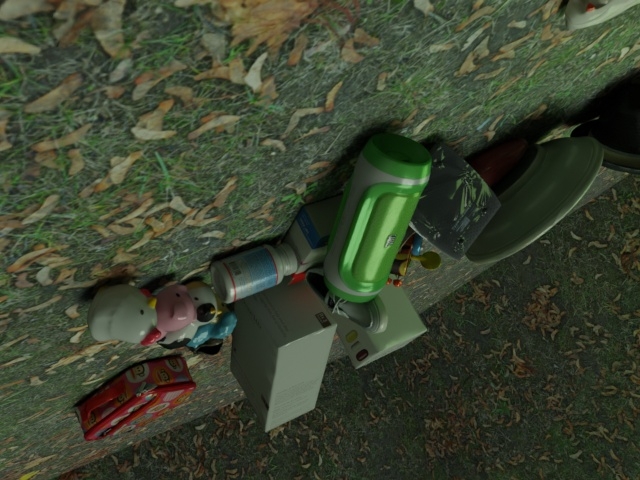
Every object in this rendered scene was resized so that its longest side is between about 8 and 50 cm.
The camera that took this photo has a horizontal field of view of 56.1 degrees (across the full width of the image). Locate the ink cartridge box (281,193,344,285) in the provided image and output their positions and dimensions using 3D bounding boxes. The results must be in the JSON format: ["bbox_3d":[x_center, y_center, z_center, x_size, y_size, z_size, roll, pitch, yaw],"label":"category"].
[{"bbox_3d":[0.000,0.000,1.247,0.134,0.078,0.231,-19,161,-29],"label":"ink cartridge box"}]

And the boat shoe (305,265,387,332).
[{"bbox_3d":[0.042,0.117,1.187,0.081,0.227,0.079,-4,116,-31],"label":"boat shoe"}]

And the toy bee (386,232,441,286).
[{"bbox_3d":[0.189,0.034,1.516,0.195,0.162,0.298,13,177,32],"label":"toy bee"}]

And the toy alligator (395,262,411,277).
[{"bbox_3d":[0.229,0.106,2.003,0.051,0.056,0.190,27,138,-18],"label":"toy alligator"}]

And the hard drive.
[{"bbox_3d":[0.252,-0.078,1.226,0.255,0.054,0.172,34,94,-39],"label":"hard drive"}]

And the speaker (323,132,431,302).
[{"bbox_3d":[0.094,-0.034,1.062,0.131,0.131,0.296,-15,136,-39],"label":"speaker"}]

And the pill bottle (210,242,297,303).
[{"bbox_3d":[-0.130,0.059,1.191,0.160,0.087,0.087,-19,161,-28],"label":"pill bottle"}]

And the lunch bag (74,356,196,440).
[{"bbox_3d":[-0.513,0.429,1.630,0.293,0.120,0.258,-37,158,21],"label":"lunch bag"}]

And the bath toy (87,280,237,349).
[{"bbox_3d":[-0.282,0.143,1.126,0.151,0.129,0.348,-64,162,-1],"label":"bath toy"}]

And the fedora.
[{"bbox_3d":[0.789,-0.292,1.475,0.334,0.334,0.152,-20,129,-27],"label":"fedora"}]

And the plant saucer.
[{"bbox_3d":[0.472,-0.122,1.434,0.400,0.100,0.400,-45,-171,10],"label":"plant saucer"}]

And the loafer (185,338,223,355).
[{"bbox_3d":[-0.292,0.262,1.533,0.096,0.084,0.267,-23,163,-20],"label":"loafer"}]

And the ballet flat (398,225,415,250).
[{"bbox_3d":[0.168,-0.057,1.301,0.316,0.107,0.106,-46,-163,-2],"label":"ballet flat"}]

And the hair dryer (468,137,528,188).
[{"bbox_3d":[0.367,-0.154,1.452,0.294,0.080,0.223,-35,-176,25],"label":"hair dryer"}]

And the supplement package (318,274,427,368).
[{"bbox_3d":[0.150,0.212,1.799,0.204,0.261,0.145,-17,160,-35],"label":"supplement package"}]

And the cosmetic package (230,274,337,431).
[{"bbox_3d":[-0.101,0.257,1.435,0.156,0.217,0.385,-20,141,-25],"label":"cosmetic package"}]

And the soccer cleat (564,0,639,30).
[{"bbox_3d":[0.463,-0.382,0.910,0.196,0.068,0.076,-23,169,5],"label":"soccer cleat"}]
